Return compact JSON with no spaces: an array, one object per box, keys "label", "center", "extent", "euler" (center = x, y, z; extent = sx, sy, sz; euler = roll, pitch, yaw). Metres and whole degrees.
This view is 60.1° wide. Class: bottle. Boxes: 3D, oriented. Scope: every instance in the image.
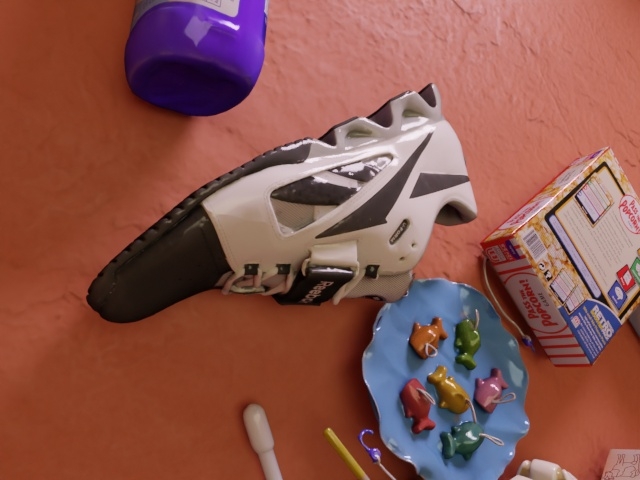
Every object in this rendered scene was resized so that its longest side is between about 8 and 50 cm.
[{"label":"bottle","center":[-0.084,-0.245,0.429],"extent":[0.092,0.118,0.282],"euler":[11,78,-31]}]

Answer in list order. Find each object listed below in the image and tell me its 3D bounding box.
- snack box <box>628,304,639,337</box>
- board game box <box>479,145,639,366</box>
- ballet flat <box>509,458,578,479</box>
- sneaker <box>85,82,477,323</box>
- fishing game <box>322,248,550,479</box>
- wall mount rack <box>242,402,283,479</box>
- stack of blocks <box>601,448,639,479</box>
[{"label":"snack box","center":[0.502,0.049,0.655],"extent":[0.322,0.060,0.187],"euler":[-37,96,-23]},{"label":"board game box","center":[0.268,0.011,0.563],"extent":[0.193,0.045,0.146],"euler":[-34,95,-30]},{"label":"ballet flat","center":[0.171,0.221,0.438],"extent":[0.241,0.091,0.077],"euler":[0,89,-52]},{"label":"sneaker","center":[0.000,0.000,0.423],"extent":[0.331,0.122,0.146],"euler":[-29,91,-23]},{"label":"fishing game","center":[0.120,0.117,0.475],"extent":[0.264,0.041,0.189],"euler":[-35,93,-35]},{"label":"wall mount rack","center":[-0.071,0.301,0.352],"extent":[0.350,0.130,0.304],"euler":[-20,53,-25]},{"label":"stack of blocks","center":[0.361,0.364,0.509],"extent":[0.297,0.087,0.171],"euler":[54,51,-10]}]
